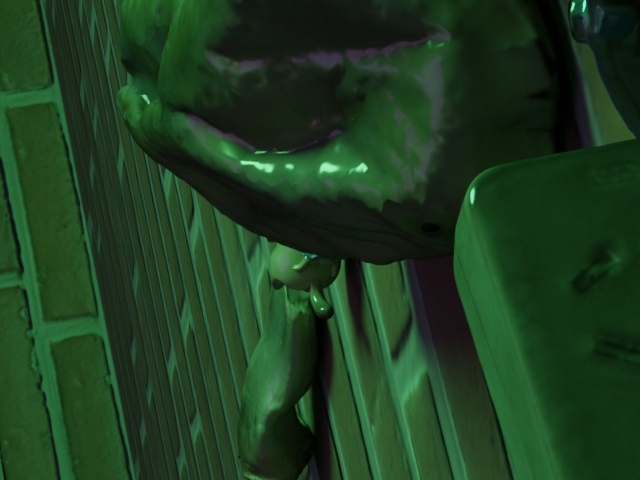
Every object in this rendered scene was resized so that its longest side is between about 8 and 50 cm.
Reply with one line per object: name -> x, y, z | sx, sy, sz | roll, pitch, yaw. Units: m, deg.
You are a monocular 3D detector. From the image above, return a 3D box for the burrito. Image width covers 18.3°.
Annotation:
burrito -> -0.003, -0.083, 0.875 | 0.332, 0.135, 0.190 | 177, 91, -75

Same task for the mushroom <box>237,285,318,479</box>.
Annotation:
mushroom -> -0.023, 0.089, 1.342 | 0.202, 0.054, 0.059 | 98, 154, -42

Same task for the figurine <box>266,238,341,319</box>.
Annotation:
figurine -> 0.000, 0.000, 1.164 | 0.050, 0.047, 0.083 | 35, 128, 54

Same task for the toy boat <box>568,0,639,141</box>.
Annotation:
toy boat -> 0.102, -0.087, 0.486 | 0.059, 0.069, 0.173 | -99, 12, -46

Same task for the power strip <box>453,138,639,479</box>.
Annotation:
power strip -> 0.114, 0.103, 0.525 | 0.053, 0.093, 0.288 | 96, 161, -58
